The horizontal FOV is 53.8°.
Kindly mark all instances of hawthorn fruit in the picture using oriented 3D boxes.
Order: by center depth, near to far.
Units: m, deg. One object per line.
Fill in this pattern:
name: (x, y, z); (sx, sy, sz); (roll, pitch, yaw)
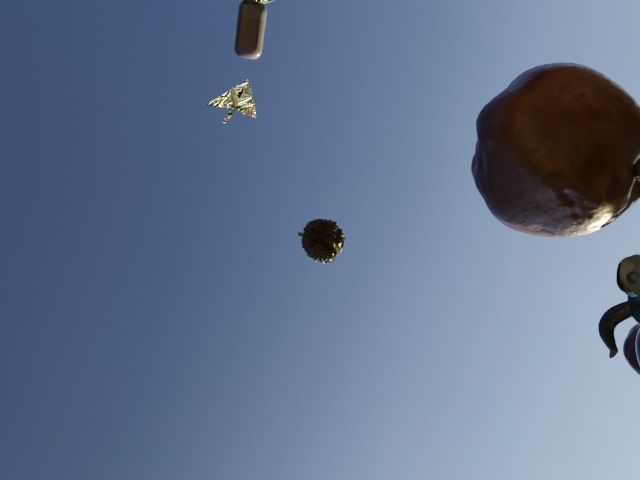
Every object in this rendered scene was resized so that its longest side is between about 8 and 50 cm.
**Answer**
hawthorn fruit: (0.395, -0.131, 0.987); (0.277, 0.298, 0.277); (-29, -49, -39)

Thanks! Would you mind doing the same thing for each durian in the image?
durian: (0.000, 0.000, 1.122); (0.080, 0.091, 0.080); (10, -90, -68)

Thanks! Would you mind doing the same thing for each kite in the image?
kite: (-0.144, -0.240, 1.099); (0.004, 0.090, 0.122); (45, -161, 29)

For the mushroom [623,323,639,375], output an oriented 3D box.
mushroom: (0.868, 0.250, 1.442); (0.267, 0.255, 0.267); (22, -144, -17)

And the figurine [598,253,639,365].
figurine: (0.438, 0.128, 0.783); (0.265, 0.140, 0.193); (26, -129, -24)

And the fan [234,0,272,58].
fan: (-0.143, -0.513, 1.346); (0.130, 0.074, 0.244); (11, -70, -1)
